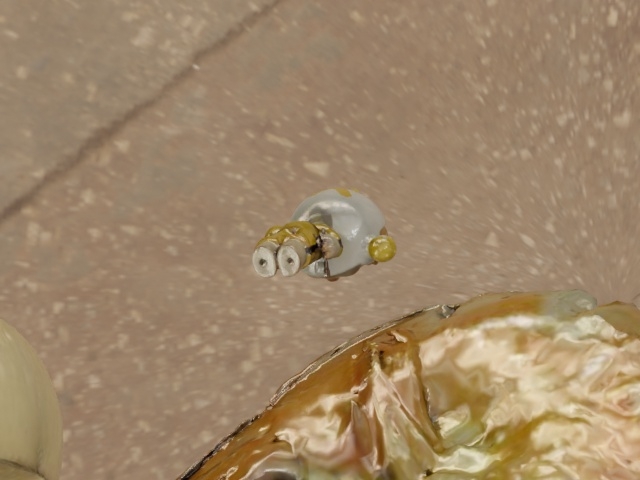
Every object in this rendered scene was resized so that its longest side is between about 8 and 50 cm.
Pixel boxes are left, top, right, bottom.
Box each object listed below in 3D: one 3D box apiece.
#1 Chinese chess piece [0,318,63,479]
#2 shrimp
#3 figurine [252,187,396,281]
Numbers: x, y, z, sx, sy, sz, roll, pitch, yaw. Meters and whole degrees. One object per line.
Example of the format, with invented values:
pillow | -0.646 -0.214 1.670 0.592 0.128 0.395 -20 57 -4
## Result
Chinese chess piece | -0.364 0.171 1.100 0.338 0.338 0.140 -22 62 10
shrimp | -0.002 0.100 0.483 0.294 0.062 0.154 -18 49 2
figurine | -0.005 0.000 1.066 0.101 0.143 0.068 2 102 49
